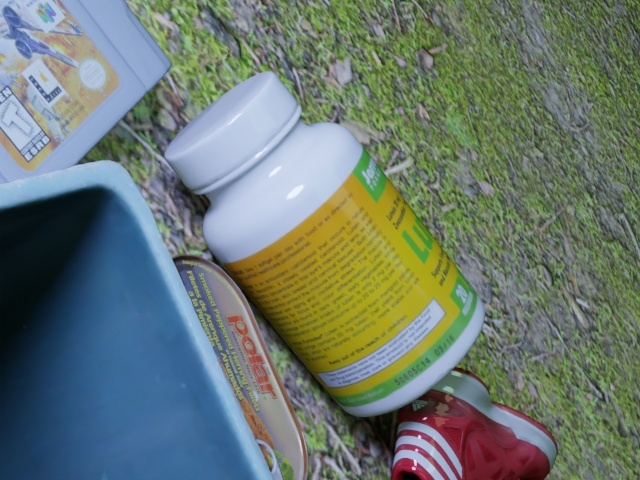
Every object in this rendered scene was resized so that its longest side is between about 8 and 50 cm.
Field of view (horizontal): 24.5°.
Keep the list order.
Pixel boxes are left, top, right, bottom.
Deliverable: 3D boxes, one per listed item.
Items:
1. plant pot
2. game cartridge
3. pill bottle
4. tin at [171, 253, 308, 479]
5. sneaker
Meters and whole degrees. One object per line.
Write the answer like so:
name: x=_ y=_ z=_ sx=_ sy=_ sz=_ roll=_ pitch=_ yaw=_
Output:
plant pot: x=-0.191 y=0.142 z=0.619 sx=0.248 sy=0.252 sz=0.247 roll=-19 pitch=84 yaw=-57
game cartridge: x=-0.222 y=-0.126 z=0.956 sx=0.198 sy=0.062 sz=0.297 roll=56 pitch=33 yaw=-17
pill bottle: x=0.000 y=0.000 z=1.091 sx=0.245 sy=0.136 sz=0.136 roll=51 pitch=34 yaw=-17
tin: x=-0.071 y=0.102 z=1.014 sx=0.106 sy=0.040 sz=0.189 roll=-14 pitch=79 yaw=-53
sneaker: x=0.114 y=0.190 z=1.194 sx=0.221 sy=0.087 sz=0.128 roll=37 pitch=64 yaw=-45
